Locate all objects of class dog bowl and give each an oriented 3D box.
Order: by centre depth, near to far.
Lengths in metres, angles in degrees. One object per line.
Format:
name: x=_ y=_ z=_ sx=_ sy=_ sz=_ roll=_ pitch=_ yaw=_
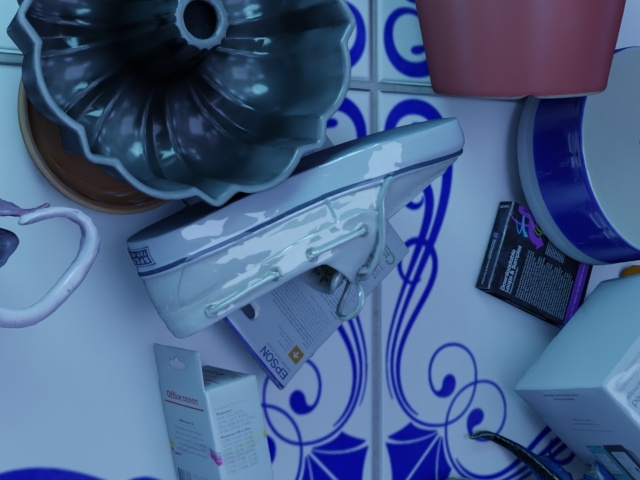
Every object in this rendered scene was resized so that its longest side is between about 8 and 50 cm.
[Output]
dog bowl: x=0.374 y=-0.105 z=1.416 sx=0.265 sy=0.104 sz=0.265 roll=6 pitch=80 yaw=-36

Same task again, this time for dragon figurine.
dragon figurine: x=0.311 y=0.319 z=1.368 sx=0.085 sy=0.144 sz=0.289 roll=-43 pitch=106 yaw=-23

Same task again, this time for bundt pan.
bundt pan: x=-0.135 y=-0.194 z=1.041 sx=0.331 sy=0.124 sz=0.331 roll=0 pitch=90 yaw=-33

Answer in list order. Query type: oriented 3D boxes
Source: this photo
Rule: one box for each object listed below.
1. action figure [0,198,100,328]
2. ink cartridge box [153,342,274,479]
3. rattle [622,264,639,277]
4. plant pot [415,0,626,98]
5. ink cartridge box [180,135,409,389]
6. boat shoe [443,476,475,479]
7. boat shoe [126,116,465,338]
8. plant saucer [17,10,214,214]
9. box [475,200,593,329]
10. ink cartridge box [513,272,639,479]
action figure: x=-0.378 y=-0.061 z=0.829 sx=0.248 sy=0.276 sz=0.370 roll=-61 pitch=148 yaw=-37
ink cartridge box: x=-0.104 y=0.186 z=1.120 sx=0.061 sy=0.104 sz=0.181 roll=-14 pitch=98 yaw=-33
rattle: x=0.495 y=0.112 z=1.459 sx=0.130 sy=0.199 sz=0.143 roll=-29 pitch=120 yaw=9
plant pot: x=0.220 y=-0.285 z=1.255 sx=0.275 sy=0.275 sz=0.243 roll=-9 pitch=105 yaw=-33
ink cartridge box: x=-0.041 y=0.003 z=1.195 sx=0.224 sy=0.045 sz=0.223 roll=-45 pitch=113 yaw=-23
boat shoe: x=0.247 y=0.391 z=1.347 sx=0.324 sy=0.116 sz=0.123 roll=43 pitch=68 yaw=-26
boat shoe: x=0.003 y=0.001 z=1.117 sx=0.367 sy=0.136 sz=0.156 roll=-26 pitch=103 yaw=-26
plant saucer: x=-0.198 y=-0.124 z=1.096 sx=0.200 sy=0.037 sz=0.200 roll=-1 pitch=92 yaw=-33
box: x=0.272 y=0.033 z=1.413 sx=0.162 sy=0.029 sz=0.116 roll=26 pitch=76 yaw=-32
ink cartridge box: x=0.419 y=0.199 z=1.343 sx=0.270 sy=0.197 sz=0.198 roll=46 pitch=70 yaw=-8
